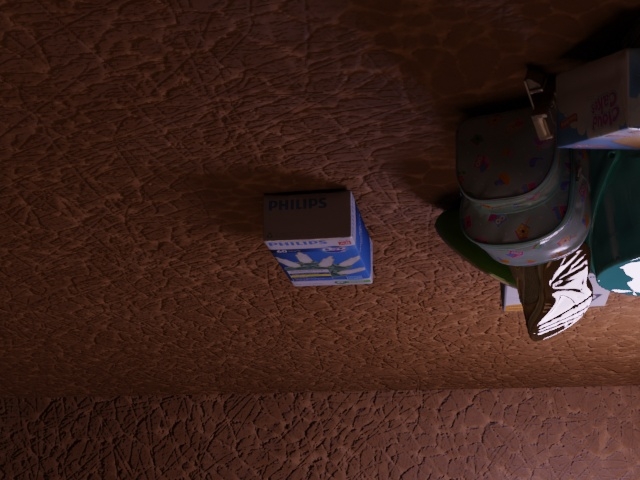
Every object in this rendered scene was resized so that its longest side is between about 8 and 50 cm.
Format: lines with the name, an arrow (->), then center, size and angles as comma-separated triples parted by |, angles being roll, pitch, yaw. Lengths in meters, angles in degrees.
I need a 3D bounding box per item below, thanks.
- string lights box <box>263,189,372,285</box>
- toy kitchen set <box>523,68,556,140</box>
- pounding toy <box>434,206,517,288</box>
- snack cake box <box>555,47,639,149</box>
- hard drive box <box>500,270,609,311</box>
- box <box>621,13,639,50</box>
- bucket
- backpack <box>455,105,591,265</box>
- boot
string lights box -> 0.000, 0.000, 2.056 | 0.133, 0.076, 0.259 | -3, 163, 9
toy kitchen set -> 0.281, -0.170, 1.537 | 0.075, 0.083, 0.068 | -11, 120, 27
pounding toy -> 0.296, -0.005, 1.988 | 0.237, 0.110, 0.183 | 33, -162, 4
snack cake box -> 0.413, -0.151, 1.488 | 0.264, 0.089, 0.152 | 0, 177, -19
hard drive box -> 0.389, 0.045, 2.225 | 0.181, 0.089, 0.232 | -4, 163, 7
box -> 0.402, -0.221, 1.434 | 0.137, 0.027, 0.094 | -1, 165, -3
bucket -> 0.477, -0.040, 1.777 | 0.281, 0.183, 0.281 | 0, 162, 0
backpack -> 0.248, -0.068, 1.654 | 0.166, 0.188, 0.144 | -8, 162, 24
boot -> 0.281, 0.007, 1.839 | 0.095, 0.203, 0.262 | -27, 149, -7
